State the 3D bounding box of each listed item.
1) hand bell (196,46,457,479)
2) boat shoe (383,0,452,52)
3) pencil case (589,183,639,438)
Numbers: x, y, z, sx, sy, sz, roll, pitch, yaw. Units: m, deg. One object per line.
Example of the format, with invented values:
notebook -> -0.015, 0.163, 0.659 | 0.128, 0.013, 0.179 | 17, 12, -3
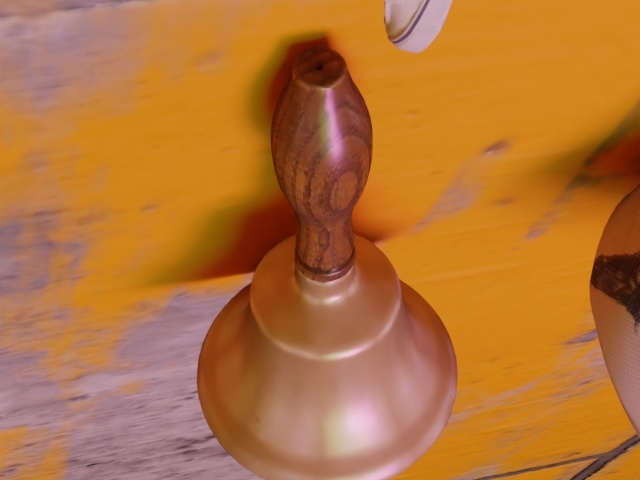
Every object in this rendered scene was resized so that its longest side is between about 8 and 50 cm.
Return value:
hand bell -> 0.000, 0.000, 0.688 | 0.126, 0.126, 0.242 | -12, 148, -6
boat shoe -> 0.029, -0.092, 0.516 | 0.035, 0.035, 0.100 | 16, 160, -4
pencil case -> 0.312, -0.012, 0.708 | 0.410, 0.160, 0.183 | -26, 126, 37
